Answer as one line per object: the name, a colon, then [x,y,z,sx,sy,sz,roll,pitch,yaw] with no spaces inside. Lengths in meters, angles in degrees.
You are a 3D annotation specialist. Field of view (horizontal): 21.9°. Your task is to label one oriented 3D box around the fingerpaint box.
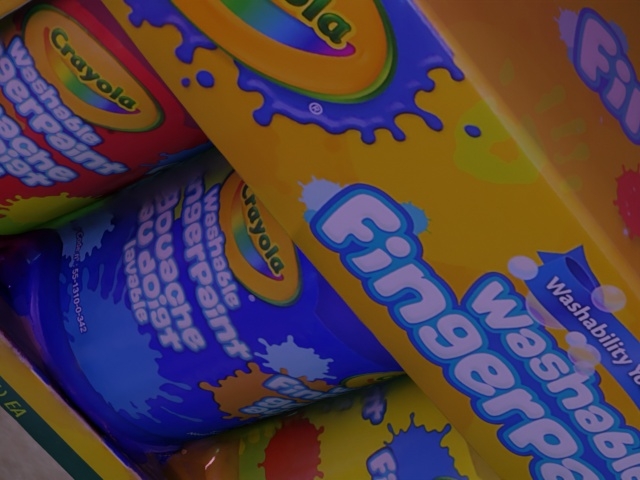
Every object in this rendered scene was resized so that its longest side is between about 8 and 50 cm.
fingerpaint box: [0.000,0.000,0.782,0.371,0.163,0.445,-21,118,40]
